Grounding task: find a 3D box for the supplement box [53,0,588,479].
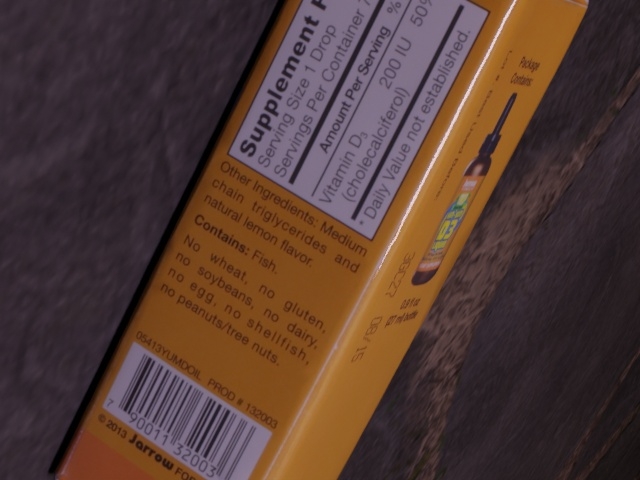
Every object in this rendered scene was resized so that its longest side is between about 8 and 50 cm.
[{"bbox_3d":[0.000,0.000,0.560,0.233,0.080,0.078,-61,162,13],"label":"supplement box"}]
